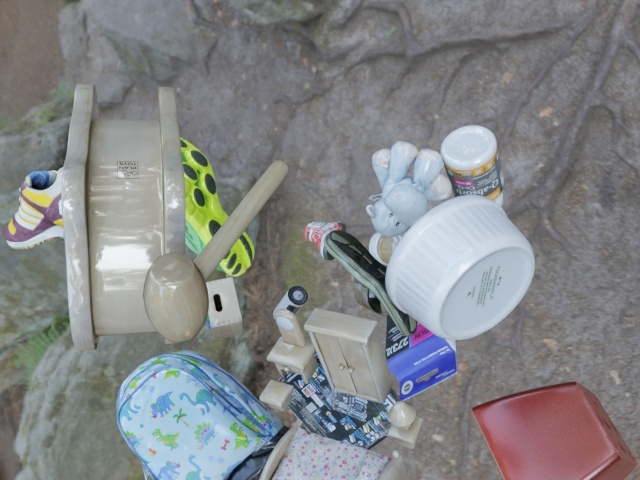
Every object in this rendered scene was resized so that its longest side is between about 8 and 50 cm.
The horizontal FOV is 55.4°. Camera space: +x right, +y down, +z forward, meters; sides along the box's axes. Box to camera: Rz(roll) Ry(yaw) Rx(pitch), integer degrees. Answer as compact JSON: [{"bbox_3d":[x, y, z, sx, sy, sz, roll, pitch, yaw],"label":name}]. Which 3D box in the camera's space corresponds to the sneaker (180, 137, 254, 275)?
[{"bbox_3d":[-0.236,-0.052,1.123,0.124,0.109,0.295,-1,125,40],"label":"sneaker"}]

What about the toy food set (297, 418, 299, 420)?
[{"bbox_3d":[-0.005,0.410,1.531,0.122,0.078,0.019,-58,-4,-17],"label":"toy food set"}]

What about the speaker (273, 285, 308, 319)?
[{"bbox_3d":[-0.078,0.167,1.565,0.136,0.055,0.055,126,136,-55],"label":"speaker"}]

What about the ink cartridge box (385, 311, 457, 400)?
[{"bbox_3d":[0.243,0.202,1.504,0.176,0.069,0.370,-38,28,32],"label":"ink cartridge box"}]

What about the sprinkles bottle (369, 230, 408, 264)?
[{"bbox_3d":[0.309,0.025,2.003,0.355,0.121,0.121,0,82,58],"label":"sprinkles bottle"}]

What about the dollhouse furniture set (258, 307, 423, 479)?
[{"bbox_3d":[-0.032,0.291,0.936,0.303,0.173,0.355,8,45,31],"label":"dollhouse furniture set"}]

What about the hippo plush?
[{"bbox_3d":[0.208,-0.132,1.740,0.294,0.236,0.234,-33,102,40],"label":"hippo plush"}]

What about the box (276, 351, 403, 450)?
[{"bbox_3d":[0.044,0.315,1.206,0.175,0.220,0.051,-40,7,8],"label":"box"}]

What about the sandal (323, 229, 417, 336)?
[{"bbox_3d":[0.114,0.103,1.421,0.303,0.120,0.086,47,118,10],"label":"sandal"}]

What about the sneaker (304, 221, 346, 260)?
[{"bbox_3d":[0.000,0.001,2.344,0.145,0.270,0.090,4,114,15],"label":"sneaker"}]

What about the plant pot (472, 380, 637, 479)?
[{"bbox_3d":[0.551,0.470,1.394,0.236,0.267,0.267,-35,50,19],"label":"plant pot"}]

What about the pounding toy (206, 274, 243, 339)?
[{"bbox_3d":[-0.278,0.177,1.686,0.206,0.094,0.181,104,152,-65],"label":"pounding toy"}]

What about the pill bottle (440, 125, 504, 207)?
[{"bbox_3d":[0.465,-0.198,1.833,0.162,0.278,0.162,-13,51,17],"label":"pill bottle"}]

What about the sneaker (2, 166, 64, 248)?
[{"bbox_3d":[-0.337,-0.044,0.744,0.186,0.069,0.083,-10,113,33],"label":"sneaker"}]

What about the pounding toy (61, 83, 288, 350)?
[{"bbox_3d":[-0.112,-0.006,0.472,0.269,0.155,0.154,-109,23,-47],"label":"pounding toy"}]

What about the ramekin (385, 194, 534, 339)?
[{"bbox_3d":[0.263,0.061,1.111,0.272,0.273,0.127,-61,41,20],"label":"ramekin"}]

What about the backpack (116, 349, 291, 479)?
[{"bbox_3d":[-0.270,0.400,1.322,0.290,0.273,0.355,-43,71,6],"label":"backpack"}]
